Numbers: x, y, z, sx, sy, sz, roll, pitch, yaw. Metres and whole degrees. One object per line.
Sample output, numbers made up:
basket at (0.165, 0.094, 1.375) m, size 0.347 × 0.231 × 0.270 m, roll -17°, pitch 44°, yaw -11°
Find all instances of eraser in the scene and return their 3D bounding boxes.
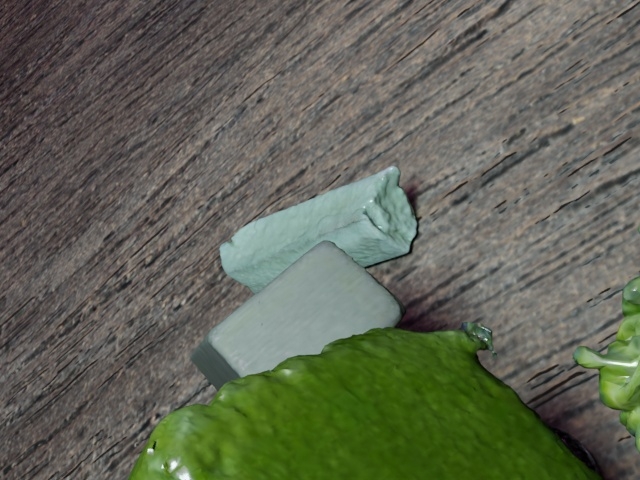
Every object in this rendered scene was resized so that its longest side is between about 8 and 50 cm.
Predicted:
eraser at (-0.032, 0.075, 0.863) m, size 0.111 × 0.077 × 0.352 m, roll -37°, pitch -1°, yaw -12°

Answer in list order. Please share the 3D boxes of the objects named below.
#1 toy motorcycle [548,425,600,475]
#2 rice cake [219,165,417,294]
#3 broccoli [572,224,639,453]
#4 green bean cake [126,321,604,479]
toy motorcycle at (0.024, 0.229, 0.757) m, size 0.221 × 0.148 × 0.325 m, roll 33°, pitch 82°, yaw 32°
rice cake at (0.000, 0.000, 1.021) m, size 0.206 × 0.069 × 0.063 m, roll -18°, pitch 46°, yaw 36°
broccoli at (0.292, 0.019, 0.560) m, size 0.334 × 0.272 × 0.324 m, roll 20°, pitch 117°, yaw 46°
green bean cake at (0.039, 0.185, 0.570) m, size 0.250 × 0.247 × 0.156 m, roll 45°, pitch 128°, yaw 24°
